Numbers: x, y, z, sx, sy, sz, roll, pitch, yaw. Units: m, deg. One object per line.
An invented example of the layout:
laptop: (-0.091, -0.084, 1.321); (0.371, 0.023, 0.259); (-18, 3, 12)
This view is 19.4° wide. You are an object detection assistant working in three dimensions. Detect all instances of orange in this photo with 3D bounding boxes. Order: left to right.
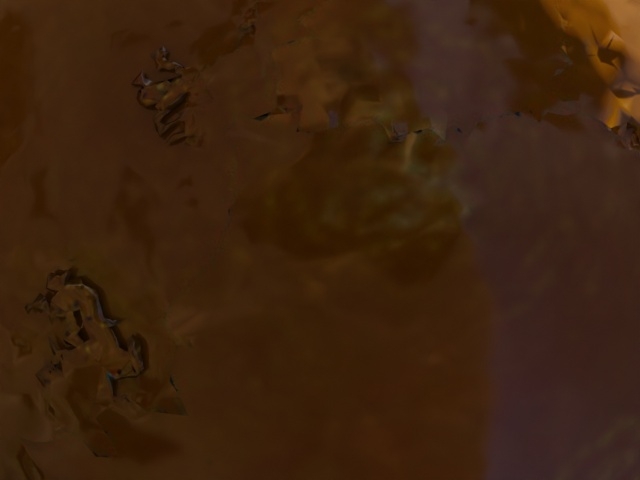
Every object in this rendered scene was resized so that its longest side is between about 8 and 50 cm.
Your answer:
orange: (0.000, 0.000, 0.465); (0.246, 0.246, 0.246); (-13, 90, -85)
